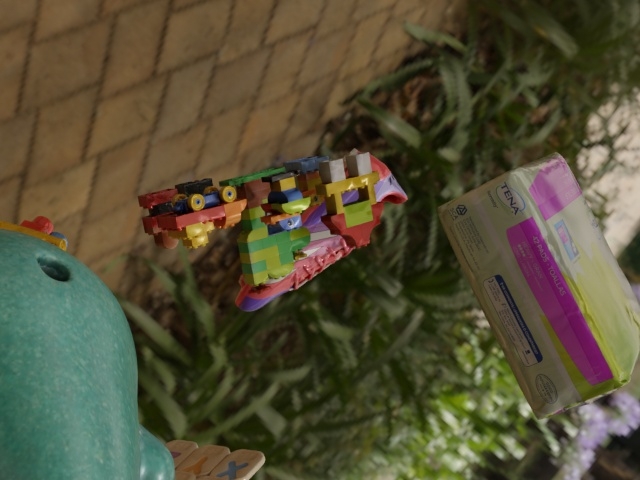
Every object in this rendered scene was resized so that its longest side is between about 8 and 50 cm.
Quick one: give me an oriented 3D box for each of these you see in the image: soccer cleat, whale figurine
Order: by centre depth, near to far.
[{"bbox_3d":[-0.144,0.096,0.574,0.216,0.272,0.141,18,112,-46],"label":"whale figurine"},{"bbox_3d":[0.000,0.000,1.386,0.248,0.095,0.083,-49,-177,-16],"label":"soccer cleat"}]

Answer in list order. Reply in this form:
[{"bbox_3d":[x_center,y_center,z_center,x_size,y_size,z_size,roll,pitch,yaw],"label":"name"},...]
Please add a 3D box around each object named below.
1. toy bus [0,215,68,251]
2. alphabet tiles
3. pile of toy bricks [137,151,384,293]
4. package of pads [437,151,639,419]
[{"bbox_3d":[-0.340,0.080,1.284,0.211,0.149,0.220,-59,158,-50],"label":"toy bus"},{"bbox_3d":[-0.206,0.326,1.425,0.278,0.284,0.021,-40,122,-46],"label":"alphabet tiles"},{"bbox_3d":[-0.052,-0.007,1.025,0.212,0.118,0.105,-16,101,-36],"label":"pile of toy bricks"},{"bbox_3d":[0.234,0.037,1.169,0.101,0.229,0.296,-27,178,21],"label":"package of pads"}]
